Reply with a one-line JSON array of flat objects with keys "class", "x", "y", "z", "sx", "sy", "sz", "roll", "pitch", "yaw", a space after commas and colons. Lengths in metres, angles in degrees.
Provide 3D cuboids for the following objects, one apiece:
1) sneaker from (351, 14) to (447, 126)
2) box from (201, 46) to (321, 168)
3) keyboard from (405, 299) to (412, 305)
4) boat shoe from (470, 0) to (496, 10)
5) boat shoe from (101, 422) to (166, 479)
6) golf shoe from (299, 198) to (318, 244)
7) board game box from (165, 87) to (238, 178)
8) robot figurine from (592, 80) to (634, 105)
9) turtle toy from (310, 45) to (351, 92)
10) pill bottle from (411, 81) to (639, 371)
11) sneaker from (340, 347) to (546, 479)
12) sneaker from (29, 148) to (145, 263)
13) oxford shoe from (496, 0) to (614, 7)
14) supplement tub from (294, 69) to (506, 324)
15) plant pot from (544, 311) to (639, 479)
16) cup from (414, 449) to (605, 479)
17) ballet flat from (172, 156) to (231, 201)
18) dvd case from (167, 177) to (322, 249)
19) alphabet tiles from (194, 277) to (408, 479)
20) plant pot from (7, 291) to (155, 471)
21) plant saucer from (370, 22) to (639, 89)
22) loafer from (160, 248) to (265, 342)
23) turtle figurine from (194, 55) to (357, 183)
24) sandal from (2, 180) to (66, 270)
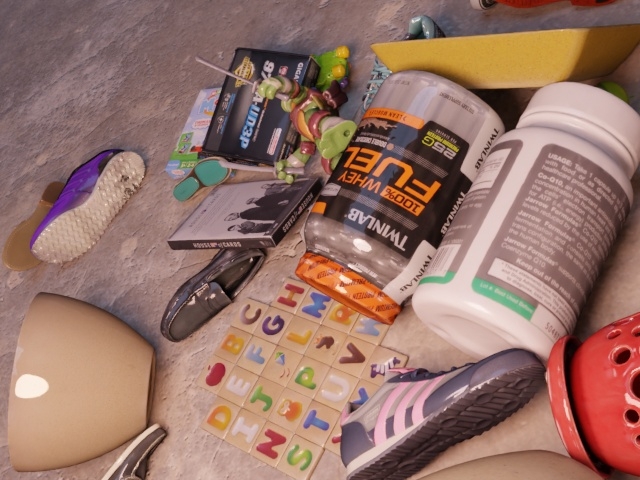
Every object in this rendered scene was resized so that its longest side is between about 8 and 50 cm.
[{"class": "sneaker", "x": 0.119, "y": -0.280, "z": 1.457, "sx": 0.110, "sy": 0.122, "sz": 0.283, "roll": 27, "pitch": 76, "yaw": 41}, {"class": "box", "x": -0.113, "y": -0.249, "z": 1.558, "sx": 0.175, "sy": 0.051, "sz": 0.220, "roll": 14, "pitch": 81, "yaw": 29}, {"class": "keyboard", "x": 0.137, "y": -0.007, "z": 1.326, "sx": 0.072, "sy": 0.014, "sz": 0.256, "roll": -8, "pitch": 55, "yaw": 22}, {"class": "boat shoe", "x": 0.357, "y": -0.503, "z": 1.501, "sx": 0.219, "sy": 0.078, "sz": 0.070, "roll": -50, "pitch": 45, "yaw": -11}, {"class": "boat shoe", "x": -0.310, "y": 0.394, "z": 1.287, "sx": 0.079, "sy": 0.084, "sz": 0.233, "roll": 34, "pitch": 68, "yaw": 5}, {"class": "golf shoe", "x": 0.000, "y": 0.000, "z": 1.383, "sx": 0.086, "sy": 0.069, "sz": 0.176, "roll": -24, "pitch": 40, "yaw": 39}, {"class": "board game box", "x": -0.213, "y": -0.224, "z": 1.686, "sx": 0.160, "sy": 0.039, "sz": 0.211, "roll": 0, "pitch": 58, "yaw": 32}, {"class": "robot figurine", "x": 0.414, "y": -0.196, "z": 1.247, "sx": 0.115, "sy": 0.067, "sz": 0.101, "roll": -33, "pitch": 38, "yaw": 7}, {"class": "turtle toy", "x": 0.016, "y": -0.311, "z": 1.585, "sx": 0.095, "sy": 0.066, "sz": 0.130, "roll": -8, "pitch": 55, "yaw": 30}, {"class": "pill bottle", "x": 0.289, "y": -0.020, "z": 1.103, "sx": 0.204, "sy": 0.204, "sz": 0.361, "roll": 17, "pitch": 69, "yaw": 39}, {"class": "sneaker", "x": 0.137, "y": 0.198, "z": 1.055, "sx": 0.319, "sy": 0.112, "sz": 0.131, "roll": -38, "pitch": 45, "yaw": 28}, {"class": "sneaker", "x": -0.503, "y": -0.080, "z": 1.733, "sx": 0.293, "sy": 0.102, "sz": 0.146, "roll": -49, "pitch": 42, "yaw": -14}, {"class": "oxford shoe", "x": 0.387, "y": -0.469, "z": 1.431, "sx": 0.271, "sy": 0.097, "sz": 0.098, "roll": 11, "pitch": 55, "yaw": 14}, {"class": "supplement tub", "x": 0.112, "y": -0.060, "z": 1.211, "sx": 0.207, "sy": 0.207, "sz": 0.338, "roll": 21, "pitch": 79, "yaw": 41}, {"class": "plant pot", "x": 0.364, "y": 0.179, "z": 0.929, "sx": 0.174, "sy": 0.191, "sz": 0.191, "roll": -21, "pitch": 49, "yaw": 30}, {"class": "cup", "x": 0.201, "y": 0.355, "z": 0.847, "sx": 0.237, "sy": 0.331, "sz": 0.331, "roll": -33, "pitch": 39, "yaw": -32}, {"class": "ballet flat", "x": -0.224, "y": -0.126, "z": 1.588, "sx": 0.168, "sy": 0.057, "sz": 0.052, "roll": -23, "pitch": 16, "yaw": 38}, {"class": "dvd case", "x": -0.136, "y": -0.047, "z": 1.469, "sx": 0.238, "sy": 0.029, "sz": 0.179, "roll": -2, "pitch": 36, "yaw": 35}, {"class": "alphabet tiles", "x": -0.039, "y": 0.205, "z": 1.282, "sx": 0.342, "sy": 0.011, "sz": 0.285, "roll": 16, "pitch": 68, "yaw": 39}, {"class": "plant pot", "x": -0.368, "y": 0.232, "z": 1.326, "sx": 0.191, "sy": 0.284, "sz": 0.284, "roll": 5, "pitch": 54, "yaw": -6}, {"class": "plant saucer", "x": 0.299, "y": -0.283, "z": 1.278, "sx": 0.333, "sy": 0.332, "sz": 0.081, "roll": 5, "pitch": 106, "yaw": 35}, {"class": "loafer", "x": -0.185, "y": 0.088, "z": 1.414, "sx": 0.223, "sy": 0.076, "sz": 0.078, "roll": -48, "pitch": 38, "yaw": -12}, {"class": "turtle figurine", "x": -0.053, "y": -0.169, "z": 1.373, "sx": 0.266, "sy": 0.274, "sz": 0.198, "roll": 44, "pitch": 128, "yaw": 48}, {"class": "sandal", "x": -0.615, "y": -0.017, "z": 1.784, "sx": 0.079, "sy": 0.088, "sz": 0.240, "roll": -37, "pitch": 28, "yaw": 50}]
